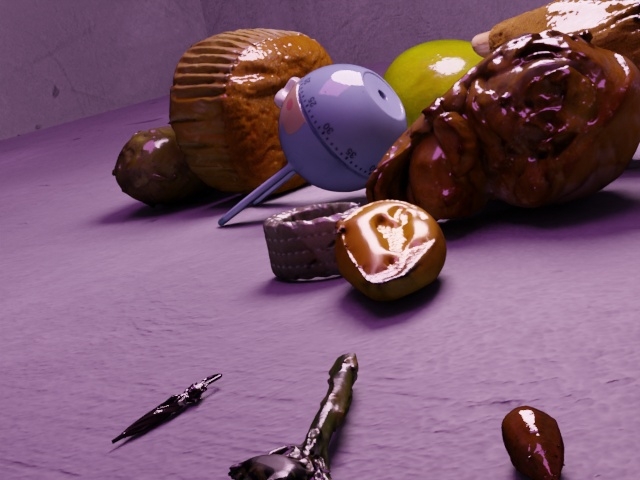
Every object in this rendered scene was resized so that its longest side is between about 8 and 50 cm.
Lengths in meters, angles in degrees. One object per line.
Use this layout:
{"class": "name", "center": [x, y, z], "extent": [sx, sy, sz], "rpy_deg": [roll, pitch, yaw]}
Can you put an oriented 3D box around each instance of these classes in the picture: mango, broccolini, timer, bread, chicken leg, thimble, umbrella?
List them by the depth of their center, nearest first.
{"class": "broccolini", "center": [-0.001, 0.126, 0.765], "extent": [0.057, 0.071, 0.254], "rpy_deg": [-51, -2, 11]}
{"class": "umbrella", "center": [-0.107, 0.118, 0.901], "extent": [0.022, 0.013, 0.122], "rpy_deg": [-17, 8, 35]}
{"class": "mango", "center": [0.063, 0.013, 1.119], "extent": [0.101, 0.066, 0.187], "rpy_deg": [-2, 18, 2]}
{"class": "thimble", "center": [0.000, 0.000, 1.230], "extent": [0.110, 0.062, 0.084], "rpy_deg": [-4, 15, 32]}
{"class": "chicken leg", "center": [0.158, -0.098, 1.372], "extent": [0.295, 0.182, 0.409], "rpy_deg": [-32, 10, -17]}
{"class": "timer", "center": [-0.016, -0.128, 1.553], "extent": [0.256, 0.175, 0.175], "rpy_deg": [-12, 11, 26]}
{"class": "bread", "center": [-0.083, -0.179, 1.733], "extent": [0.143, 0.227, 0.253], "rpy_deg": [2, 10, 35]}
{"class": "mango", "center": [0.183, -0.220, 1.859], "extent": [0.193, 0.155, 0.343], "rpy_deg": [0, 9, 3]}

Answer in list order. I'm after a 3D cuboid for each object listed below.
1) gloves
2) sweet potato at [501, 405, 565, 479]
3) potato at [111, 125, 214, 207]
{"class": "gloves", "center": [0.296, -0.183, 1.494], "extent": [0.155, 0.203, 0.356], "rpy_deg": [-49, 16, -24]}
{"class": "sweet potato", "center": [0.118, 0.111, 0.688], "extent": [0.034, 0.034, 0.095], "rpy_deg": [-11, 10, -1]}
{"class": "potato", "center": [-0.195, -0.113, 1.814], "extent": [0.149, 0.113, 0.251], "rpy_deg": [-12, 1, 32]}
